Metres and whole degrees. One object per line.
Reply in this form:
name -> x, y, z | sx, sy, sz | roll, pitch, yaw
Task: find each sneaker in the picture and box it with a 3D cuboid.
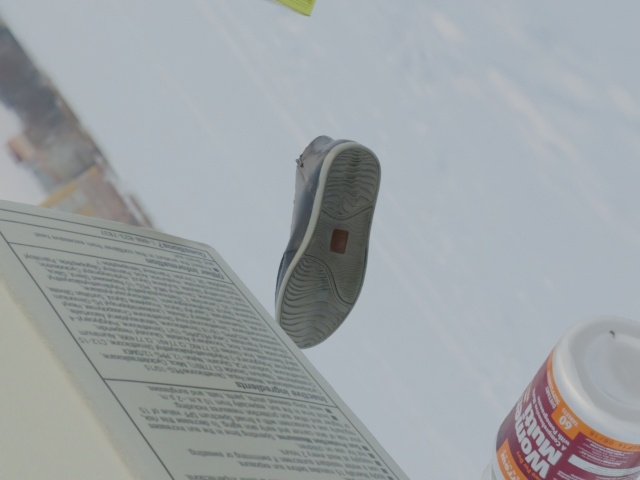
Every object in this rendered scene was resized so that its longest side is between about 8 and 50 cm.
sneaker -> 0.000, 0.000, 1.652 | 0.083, 0.222, 0.118 | 17, -174, -18

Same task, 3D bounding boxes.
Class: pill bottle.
pill bottle -> 0.220, 0.171, 1.354 | 0.121, 0.121, 0.221 | 53, 144, 23

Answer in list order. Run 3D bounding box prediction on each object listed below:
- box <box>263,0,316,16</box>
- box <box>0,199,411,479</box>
box -> -0.008, -0.295, 1.204 | 0.087, 0.232, 0.058 | 24, -176, 35
box -> -0.043, 0.123, 0.554 | 0.148, 0.121, 0.311 | 14, -156, -42
